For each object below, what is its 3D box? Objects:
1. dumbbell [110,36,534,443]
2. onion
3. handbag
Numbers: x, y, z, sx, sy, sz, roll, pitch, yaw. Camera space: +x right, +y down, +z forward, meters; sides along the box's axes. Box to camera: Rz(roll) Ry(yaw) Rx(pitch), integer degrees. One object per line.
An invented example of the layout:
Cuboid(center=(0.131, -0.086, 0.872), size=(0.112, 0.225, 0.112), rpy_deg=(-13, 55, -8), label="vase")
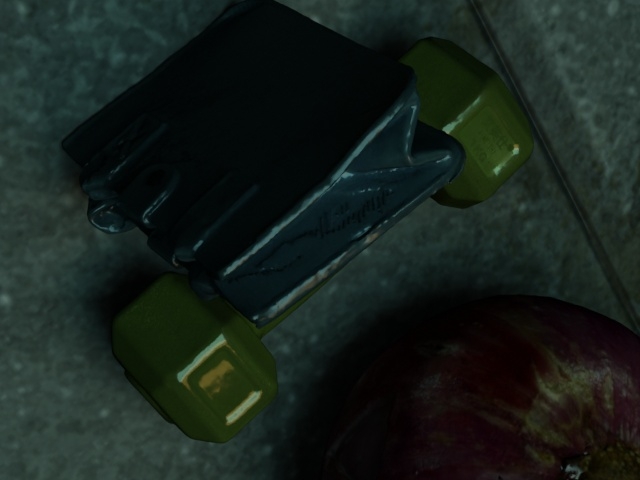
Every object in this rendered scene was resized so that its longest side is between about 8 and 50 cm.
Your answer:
Cuboid(center=(0.000, 0.000, 1.105), size=(0.302, 0.108, 0.121), rpy_deg=(-42, 121, -9), label="dumbbell")
Cuboid(center=(0.135, 0.151, 1.172), size=(0.256, 0.272, 0.230), rpy_deg=(45, 58, -37), label="onion")
Cuboid(center=(-0.045, -0.050, 0.996), size=(0.179, 0.229, 0.062), rpy_deg=(-39, 124, -10), label="handbag")
